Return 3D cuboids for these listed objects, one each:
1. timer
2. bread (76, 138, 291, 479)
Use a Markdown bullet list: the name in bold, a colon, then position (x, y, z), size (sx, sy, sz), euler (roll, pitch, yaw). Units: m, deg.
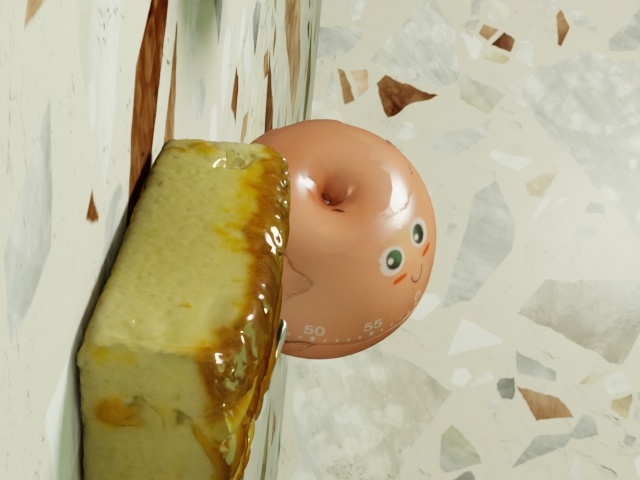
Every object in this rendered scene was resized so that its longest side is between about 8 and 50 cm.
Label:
- **timer**: position (0.000, 0.000, 1.372), size (0.215, 0.230, 0.229), euler (93, 3, -57)
- **bread**: position (-0.082, 0.069, 0.941), size (0.274, 0.114, 0.184), euler (-77, 172, -59)
